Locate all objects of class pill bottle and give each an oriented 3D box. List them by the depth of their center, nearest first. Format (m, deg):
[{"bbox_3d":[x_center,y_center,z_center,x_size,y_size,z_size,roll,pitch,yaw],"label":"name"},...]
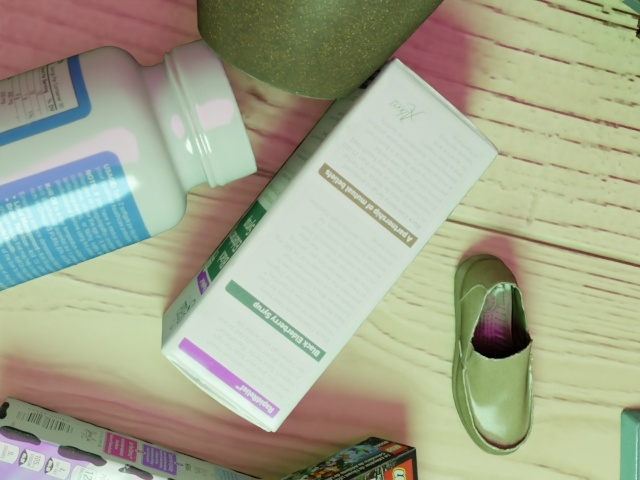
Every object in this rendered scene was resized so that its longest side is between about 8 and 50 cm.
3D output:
[{"bbox_3d":[-0.157,-0.048,0.685,0.221,0.124,0.124,-19,99,-4],"label":"pill bottle"}]

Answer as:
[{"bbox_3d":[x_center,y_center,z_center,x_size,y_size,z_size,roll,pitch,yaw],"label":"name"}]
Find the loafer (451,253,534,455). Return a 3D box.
[{"bbox_3d":[0.122,0.085,0.776,0.056,0.050,0.148,-11,99,-6],"label":"loafer"}]

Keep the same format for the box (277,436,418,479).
[{"bbox_3d":[0.006,0.269,0.740,0.159,0.044,0.233,-15,105,-44],"label":"box"}]

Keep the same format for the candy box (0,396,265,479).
[{"bbox_3d":[-0.152,0.219,0.748,0.196,0.070,0.165,20,94,-10],"label":"candy box"}]

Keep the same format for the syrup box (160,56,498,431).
[{"bbox_3d":[0.000,0.000,0.727,0.096,0.093,0.237,39,91,-11],"label":"syrup box"}]

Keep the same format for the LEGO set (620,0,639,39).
[{"bbox_3d":[0.226,-0.290,0.644,0.192,0.255,0.331,31,89,-10],"label":"LEGO set"}]

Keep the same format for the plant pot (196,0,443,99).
[{"bbox_3d":[0.016,-0.207,0.632,0.215,0.215,0.230,21,118,-10],"label":"plant pot"}]

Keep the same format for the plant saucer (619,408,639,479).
[{"bbox_3d":[0.321,0.157,0.829,0.192,0.018,0.067,-2,98,-6],"label":"plant saucer"}]
